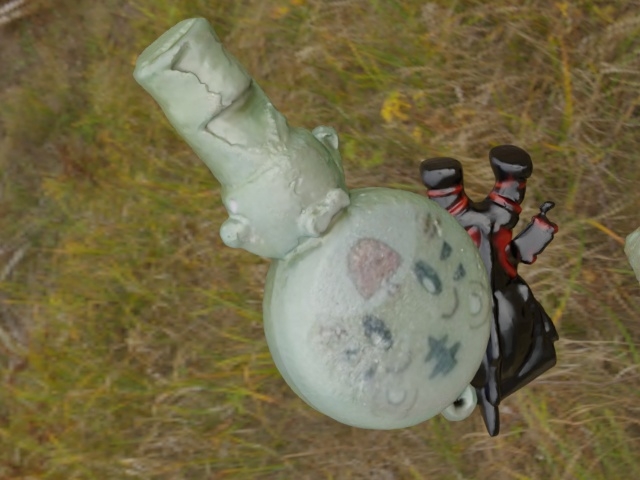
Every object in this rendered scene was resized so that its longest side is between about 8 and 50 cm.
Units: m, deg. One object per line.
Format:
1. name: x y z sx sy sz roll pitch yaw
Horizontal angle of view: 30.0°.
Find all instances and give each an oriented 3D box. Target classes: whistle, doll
1. whistle: 0.000 0.000 0.610 0.126 0.258 0.067 -48 22 -23
2. doll: 0.137 0.046 1.003 0.127 0.088 0.248 -2 112 22

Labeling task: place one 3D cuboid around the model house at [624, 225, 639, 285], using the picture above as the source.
1. model house: 0.676 0.029 1.794 0.280 0.312 0.245 -52 19 26
